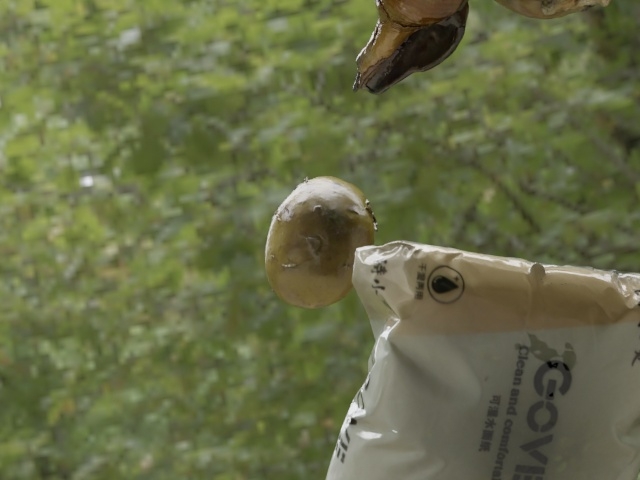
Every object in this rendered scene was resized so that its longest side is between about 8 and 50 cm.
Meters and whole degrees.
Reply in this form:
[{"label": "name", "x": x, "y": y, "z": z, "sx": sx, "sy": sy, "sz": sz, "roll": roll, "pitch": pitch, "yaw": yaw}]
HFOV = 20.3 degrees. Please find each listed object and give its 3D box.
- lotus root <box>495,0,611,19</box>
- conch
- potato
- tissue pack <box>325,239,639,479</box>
[{"label": "lotus root", "x": 0.173, "y": -0.323, "z": 1.731, "sx": 0.146, "sy": 0.284, "sz": 0.160, "roll": -34, "pitch": -21, "yaw": -18}, {"label": "conch", "x": 0.088, "y": -0.205, "z": 1.569, "sx": 0.086, "sy": 0.080, "sz": 0.232, "roll": 13, "pitch": -23, "yaw": -2}, {"label": "potato", "x": 0.000, "y": 0.000, "z": 2.293, "sx": 0.137, "sy": 0.176, "sz": 0.137, "roll": 11, "pitch": -15, "yaw": 3}, {"label": "tissue pack", "x": 0.194, "y": 0.183, "z": 1.954, "sx": 0.390, "sy": 0.195, "sz": 0.375, "roll": 6, "pitch": -71, "yaw": -16}]
